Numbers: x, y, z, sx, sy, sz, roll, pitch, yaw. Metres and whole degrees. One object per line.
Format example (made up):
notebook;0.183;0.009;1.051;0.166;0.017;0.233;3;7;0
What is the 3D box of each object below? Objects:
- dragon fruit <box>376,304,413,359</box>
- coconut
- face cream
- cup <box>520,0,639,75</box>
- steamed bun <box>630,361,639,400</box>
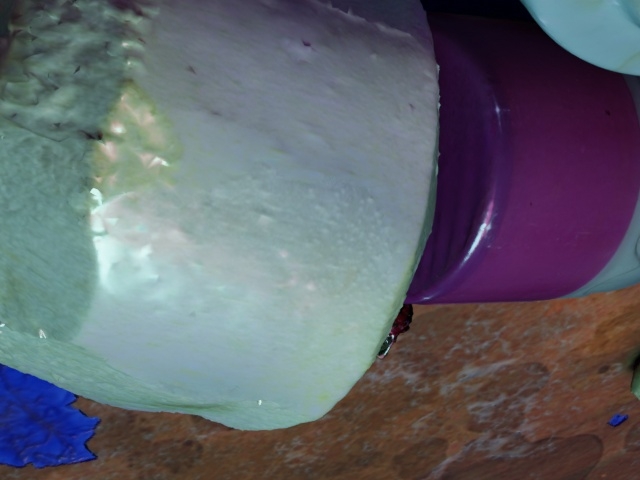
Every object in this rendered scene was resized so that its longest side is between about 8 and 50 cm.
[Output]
dragon fruit;0.000;0.000;1.290;0.102;0.096;0.147;3;94;-33
coconut;-0.077;-0.051;1.032;0.309;0.297;0.297;19;129;-32
face cream;0.113;-0.048;1.195;0.195;0.175;0.175;-1;140;-41
cup;0.221;-0.215;1.068;0.347;0.163;0.347;-13;143;-10
steamed bun;0.392;0.103;1.579;0.231;0.110;0.212;5;135;-33
